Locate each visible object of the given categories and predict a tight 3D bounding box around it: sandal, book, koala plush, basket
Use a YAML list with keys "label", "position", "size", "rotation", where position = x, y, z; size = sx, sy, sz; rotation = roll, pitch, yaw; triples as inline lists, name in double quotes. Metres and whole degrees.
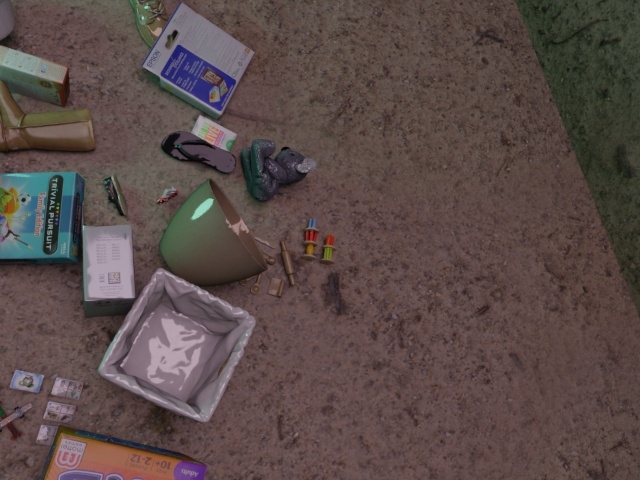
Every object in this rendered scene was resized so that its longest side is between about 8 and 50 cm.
- label: "sandal"
  position: [-0.404, -0.302, 1.955]
  size: [0.254, 0.054, 0.097]
  rotation: [15, 87, -15]
- label: "book"
  position: [-0.374, -0.357, 2.013]
  size: [0.144, 0.035, 0.096]
  rotation: [25, 71, -15]
- label: "koala plush"
  position: [-0.137, -0.243, 1.999]
  size: [0.221, 0.196, 0.203]
  rotation: [-10, 91, -25]
- label: "basket"
  position: [-0.415, 0.312, 1.676]
  size: [0.331, 0.266, 0.328]
  rotation: [30, 67, -11]

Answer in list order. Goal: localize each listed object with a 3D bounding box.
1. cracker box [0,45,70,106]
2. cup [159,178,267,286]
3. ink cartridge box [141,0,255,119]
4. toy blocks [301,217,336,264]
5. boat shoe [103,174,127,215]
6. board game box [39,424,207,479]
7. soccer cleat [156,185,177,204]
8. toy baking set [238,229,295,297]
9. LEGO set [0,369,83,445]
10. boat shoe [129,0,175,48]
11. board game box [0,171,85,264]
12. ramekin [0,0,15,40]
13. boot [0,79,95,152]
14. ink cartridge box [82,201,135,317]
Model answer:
- label: "cracker box"
  position: [-0.894, -0.502, 1.771]
  size: [0.232, 0.155, 0.067]
  rotation: [14, 71, -18]
- label: "cup"
  position: [-0.349, 0.010, 1.789]
  size: [0.237, 0.331, 0.331]
  rotation: [-31, 88, 1]
- label: "ink cartridge box"
  position: [-0.424, -0.625, 2.033]
  size: [0.307, 0.072, 0.304]
  rotation: [30, 68, -17]
- label: "toy blocks"
  position: [0.000, 0.000, 2.049]
  size: [0.123, 0.054, 0.148]
  rotation: [13, 70, -18]
- label: "boat shoe"
  position: [-0.646, -0.137, 1.834]
  size: [0.042, 0.049, 0.133]
  rotation: [-21, 91, 2]
- label: "board game box"
  position: [-0.539, 0.692, 1.459]
  size: [0.356, 0.356, 0.357]
  rotation: [21, 69, -19]
- label: "soccer cleat"
  position: [-0.506, -0.148, 1.902]
  size: [0.083, 0.029, 0.035]
  rotation: [-38, 83, -29]
- label: "toy baking set"
  position: [-0.188, 0.070, 1.966]
  size: [0.196, 0.030, 0.256]
  rotation: [-5, 78, -23]
- label: "LEGO set"
  position: [-0.810, 0.459, 1.606]
  size: [0.244, 0.060, 0.182]
  rotation: [21, 68, -28]
- label: "boat shoe"
  position: [-0.585, -0.789, 2.008]
  size: [0.109, 0.098, 0.302]
  rotation: [-21, 85, -25]
- label: "board game box"
  position: [-0.857, -0.062, 1.646]
  size: [0.336, 0.079, 0.254]
  rotation: [-2, 75, -1]
- label: "ramekin"
  position: [-1.052, -0.682, 1.716]
  size: [0.277, 0.135, 0.277]
  rotation: [2, 48, -2]
- label: "boot"
  position: [-0.853, -0.385, 1.792]
  size: [0.269, 0.089, 0.236]
  rotation: [-9, 96, -23]
- label: "ink cartridge box"
  position: [-0.605, 0.061, 1.644]
  size: [0.130, 0.309, 0.272]
  rotation: [-2, 76, -22]
